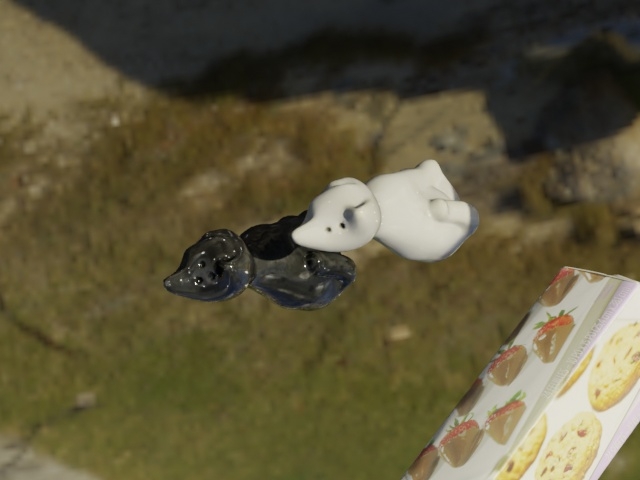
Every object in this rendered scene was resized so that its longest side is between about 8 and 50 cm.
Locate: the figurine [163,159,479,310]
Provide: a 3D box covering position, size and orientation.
[{"bbox_3d":[0.000,0.000,1.571,0.215,0.092,0.209,-22,172,29],"label":"figurine"}]

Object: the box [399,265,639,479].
[{"bbox_3d":[0.072,0.154,0.964,0.063,0.324,0.067,13,147,54],"label":"box"}]
